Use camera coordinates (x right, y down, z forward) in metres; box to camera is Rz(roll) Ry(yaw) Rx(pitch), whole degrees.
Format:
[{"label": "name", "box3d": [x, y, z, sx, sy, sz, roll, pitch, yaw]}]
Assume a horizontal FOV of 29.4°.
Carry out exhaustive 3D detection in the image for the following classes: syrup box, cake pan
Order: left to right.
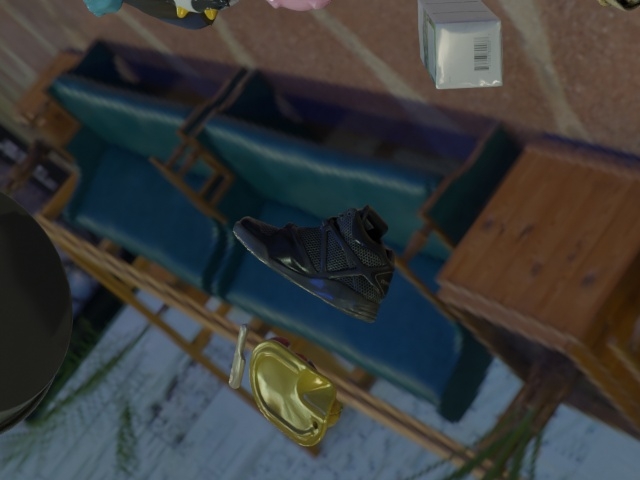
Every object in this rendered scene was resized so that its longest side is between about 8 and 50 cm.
[{"label": "cake pan", "box3d": [-0.373, 0.059, 1.242, 0.054, 0.293, 0.293, -24, 124, 40]}, {"label": "syrup box", "box3d": [0.197, -0.288, 1.749, 0.096, 0.093, 0.237, -3, -161, 1]}]

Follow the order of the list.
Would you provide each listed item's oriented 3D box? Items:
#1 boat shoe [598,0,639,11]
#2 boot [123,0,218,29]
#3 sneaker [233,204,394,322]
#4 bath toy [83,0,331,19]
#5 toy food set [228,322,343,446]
[{"label": "boat shoe", "box3d": [0.323, -0.306, 1.280, 0.341, 0.110, 0.122, 9, 138, 0]}, {"label": "boot", "box3d": [-0.204, -0.268, 1.287, 0.219, 0.082, 0.106, 19, 164, 45]}, {"label": "sneaker", "box3d": [0.000, 0.000, 1.535, 0.227, 0.130, 0.087, 27, 179, 30]}, {"label": "bath toy", "box3d": [-0.038, -0.256, 1.050, 0.348, 0.129, 0.151, 3, 155, 19]}, {"label": "toy food set", "box3d": [-0.036, 0.199, 1.729, 0.218, 0.071, 0.128, 33, 125, 43]}]
